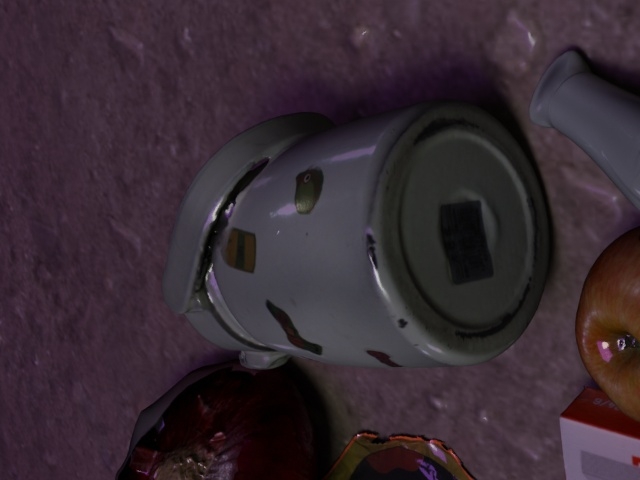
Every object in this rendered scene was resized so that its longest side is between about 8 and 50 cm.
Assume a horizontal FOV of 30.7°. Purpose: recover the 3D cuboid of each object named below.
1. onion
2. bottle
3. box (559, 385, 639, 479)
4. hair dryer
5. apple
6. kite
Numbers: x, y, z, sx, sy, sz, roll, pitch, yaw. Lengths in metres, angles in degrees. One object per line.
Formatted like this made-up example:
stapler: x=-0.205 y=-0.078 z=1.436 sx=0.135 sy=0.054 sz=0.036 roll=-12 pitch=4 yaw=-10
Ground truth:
onion: x=-0.090 y=0.262 z=1.227 sx=0.195 sy=0.272 sz=0.272 roll=34 pitch=149 yaw=-32
bottle: x=0.000 y=0.000 z=1.007 sx=0.352 sy=0.229 sz=0.229 roll=-8 pitch=102 yaw=49
box: x=0.298 y=0.199 z=0.900 sx=0.229 sy=0.050 sz=0.123 roll=12 pitch=124 yaw=41
hair dryer: x=0.254 y=-0.138 z=0.792 sx=0.206 sy=0.075 sz=0.237 roll=52 pitch=124 yaw=47
apple: x=0.252 y=0.059 z=0.832 sx=0.146 sy=0.131 sz=0.146 roll=27 pitch=129 yaw=39
kite: x=0.104 y=0.345 z=1.194 sx=0.378 sy=0.013 sz=0.327 roll=2 pitch=110 yaw=43
